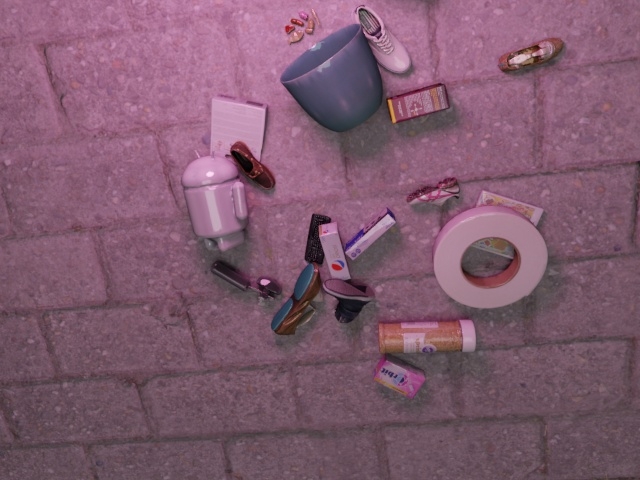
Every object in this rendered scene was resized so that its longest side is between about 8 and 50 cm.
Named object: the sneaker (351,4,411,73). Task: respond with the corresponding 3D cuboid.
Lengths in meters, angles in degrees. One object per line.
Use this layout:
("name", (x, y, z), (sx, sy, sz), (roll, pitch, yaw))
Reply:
("sneaker", (0.190, -0.635, 1.590), (0.258, 0.091, 0.094), (44, 107, -10))

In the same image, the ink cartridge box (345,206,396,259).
("ink cartridge box", (0.178, -0.025, 1.794), (0.046, 0.097, 0.207), (44, 107, -10))

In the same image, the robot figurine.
("robot figurine", (-0.369, -0.143, 1.749), (0.300, 0.200, 0.353), (4, 113, 34))

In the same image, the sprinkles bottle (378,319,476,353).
("sprinkles bottle", (0.400, 0.367, 1.897), (0.355, 0.121, 0.121), (-3, 108, 7))

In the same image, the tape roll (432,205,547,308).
("tape roll", (0.598, 0.066, 1.780), (0.392, 0.072, 0.392), (3, 115, 6))

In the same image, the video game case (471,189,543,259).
("video game case", (0.646, -0.052, 1.783), (0.227, 0.026, 0.206), (17, 109, -1))

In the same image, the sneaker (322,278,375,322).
("sneaker", (0.073, 0.231, 1.858), (0.226, 0.086, 0.163), (17, 125, -32))

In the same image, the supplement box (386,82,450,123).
("supplement box", (0.317, -0.450, 1.636), (0.188, 0.104, 0.080), (-14, 107, 9))

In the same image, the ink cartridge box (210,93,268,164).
("ink cartridge box", (-0.289, -0.381, 1.752), (0.189, 0.066, 0.232), (12, 130, 1))

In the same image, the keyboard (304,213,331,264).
("keyboard", (0.000, 0.000, 1.851), (0.100, 0.038, 0.192), (10, 110, 1))

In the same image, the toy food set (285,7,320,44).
("toy food set", (-0.065, -0.703, 1.630), (0.122, 0.019, 0.078), (-20, 106, 19))

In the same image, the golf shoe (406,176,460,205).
("golf shoe", (0.397, -0.152, 1.749), (0.186, 0.067, 0.086), (-19, 107, 11))

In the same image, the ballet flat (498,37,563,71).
("ballet flat", (0.671, -0.584, 1.579), (0.206, 0.067, 0.073), (-19, 105, 11))

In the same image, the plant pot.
("plant pot", (0.058, -0.485, 1.560), (0.293, 0.293, 0.235), (-30, 119, 14))

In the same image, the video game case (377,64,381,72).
("video game case", (0.141, -0.585, 1.623), (0.011, 0.087, 0.122), (-38, 106, -28))

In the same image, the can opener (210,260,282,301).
("can opener", (-0.287, 0.154, 1.921), (0.280, 0.074, 0.093), (27, 74, -6))

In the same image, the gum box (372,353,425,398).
("gum box", (0.317, 0.542, 1.992), (0.188, 0.062, 0.107), (27, 109, -4))

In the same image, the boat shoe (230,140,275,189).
("boat shoe", (-0.242, -0.253, 1.755), (0.073, 0.073, 0.207), (-35, 113, 24))

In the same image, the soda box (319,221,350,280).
("soda box", (0.052, 0.044, 1.813), (0.069, 0.074, 0.216), (-12, 123, 6))

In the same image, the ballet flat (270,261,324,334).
("ballet flat", (-0.063, 0.235, 1.907), (0.124, 0.116, 0.342), (22, 111, -24))
